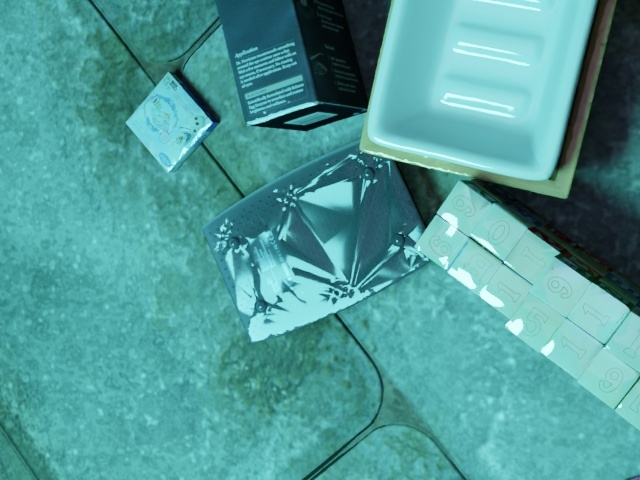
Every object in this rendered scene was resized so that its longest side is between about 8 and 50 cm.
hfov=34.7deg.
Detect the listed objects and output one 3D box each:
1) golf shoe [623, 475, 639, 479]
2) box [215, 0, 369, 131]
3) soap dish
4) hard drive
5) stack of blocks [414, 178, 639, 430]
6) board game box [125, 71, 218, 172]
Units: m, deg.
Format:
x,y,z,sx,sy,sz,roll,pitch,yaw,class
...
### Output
x,y,z,sx,sy,sz,roll,pitch,yaw,class
0.345,0.273,1.056,0.186,0.086,0.067,-44,78,20,golf shoe
-0.029,-0.210,1.142,0.093,0.156,0.158,-15,87,23,box
0.185,-0.209,1.070,0.228,0.118,0.291,15,96,21,soap dish
0.000,0.000,1.197,0.254,0.054,0.172,-27,83,21,hard drive
0.245,0.057,1.037,0.297,0.171,0.087,38,106,16,stack of blocks
-0.187,-0.148,1.283,0.090,0.020,0.090,-45,77,18,board game box
